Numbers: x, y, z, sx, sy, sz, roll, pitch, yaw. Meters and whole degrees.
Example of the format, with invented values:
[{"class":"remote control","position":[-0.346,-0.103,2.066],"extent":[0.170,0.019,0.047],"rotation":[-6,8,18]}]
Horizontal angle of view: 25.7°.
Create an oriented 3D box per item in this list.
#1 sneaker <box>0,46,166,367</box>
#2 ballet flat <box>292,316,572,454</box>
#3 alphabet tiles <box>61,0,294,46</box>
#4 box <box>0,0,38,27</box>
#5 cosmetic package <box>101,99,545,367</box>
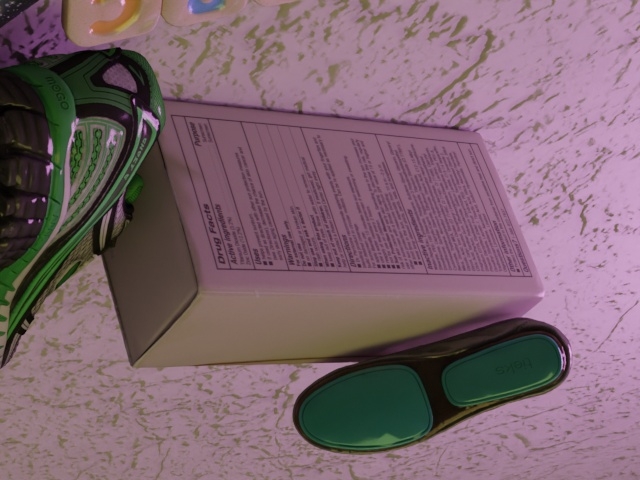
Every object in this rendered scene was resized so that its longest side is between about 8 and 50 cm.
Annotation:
[{"class":"sneaker","position":[-0.191,-0.004,0.936],"extent":[0.146,0.134,0.343],"rotation":[-19,164,-33]},{"class":"ballet flat","position":[0.084,0.110,1.057],"extent":[0.213,0.072,0.068],"rotation":[-15,-175,1]},{"class":"alphabet tiles","position":[-0.044,-0.211,0.698],"extent":[0.284,0.021,0.278],"rotation":[-17,148,-25]},{"class":"box","position":[-0.228,-0.153,0.725],"extent":[0.233,0.044,0.159],"rotation":[-30,151,21]},{"class":"cosmetic package","position":[0.000,0.000,1.036],"extent":[0.310,0.160,0.113],"rotation":[3,147,-34]}]
